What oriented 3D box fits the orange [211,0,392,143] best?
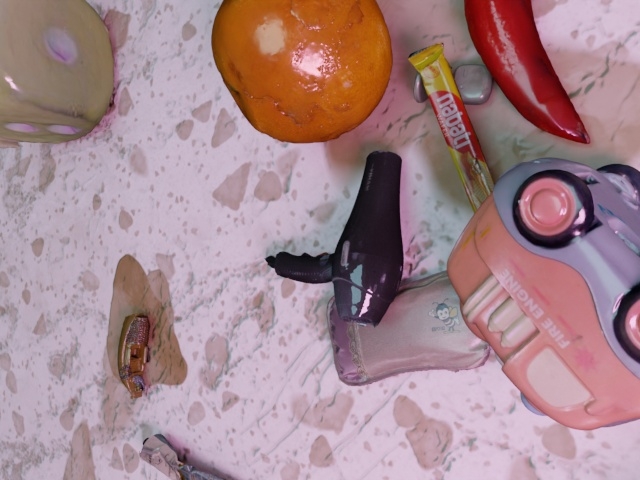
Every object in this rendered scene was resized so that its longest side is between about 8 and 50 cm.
[{"bbox_3d":[-0.023,-0.241,0.823,0.240,0.240,0.239,-2,86,35],"label":"orange"}]

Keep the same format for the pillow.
[{"bbox_3d":[0.107,0.115,0.828,0.233,0.038,0.130,-15,74,32],"label":"pillow"}]

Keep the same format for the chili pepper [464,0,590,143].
[{"bbox_3d":[0.238,-0.291,0.748,0.137,0.092,0.368,-2,93,16],"label":"chili pepper"}]

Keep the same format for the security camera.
[{"bbox_3d":[0.170,-0.195,0.805,0.092,0.058,0.058,16,96,23],"label":"security camera"}]

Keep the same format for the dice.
[{"bbox_3d":[-0.556,-0.325,1.188,0.250,0.252,0.254,-12,80,35],"label":"dice"}]

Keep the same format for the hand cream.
[{"bbox_3d":[-0.196,0.379,1.027,0.248,0.052,0.075,18,120,28],"label":"hand cream"}]

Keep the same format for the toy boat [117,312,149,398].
[{"bbox_3d":[-0.325,0.201,1.118,0.049,0.047,0.149,1,87,35],"label":"toy boat"}]

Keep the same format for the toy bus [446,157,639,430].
[{"bbox_3d":[0.258,0.061,0.642,0.232,0.194,0.287,-49,65,33],"label":"toy bus"}]

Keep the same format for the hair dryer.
[{"bbox_3d":[0.000,0.000,0.885,0.272,0.091,0.235,-6,68,42],"label":"hair dryer"}]

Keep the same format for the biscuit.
[{"bbox_3d":[0.180,-0.099,0.774,0.048,0.026,0.291,-23,88,35],"label":"biscuit"}]
